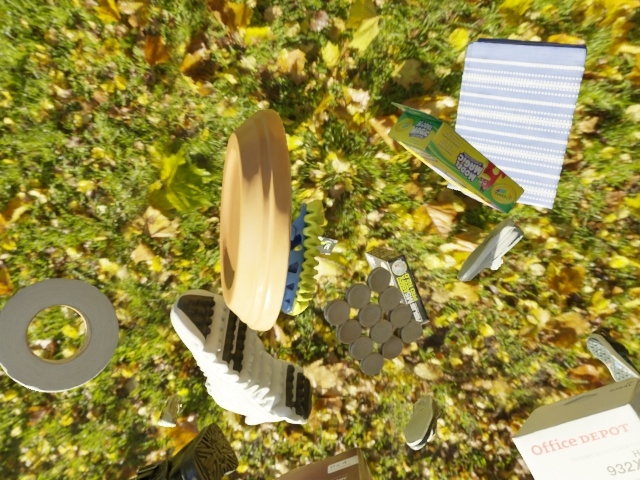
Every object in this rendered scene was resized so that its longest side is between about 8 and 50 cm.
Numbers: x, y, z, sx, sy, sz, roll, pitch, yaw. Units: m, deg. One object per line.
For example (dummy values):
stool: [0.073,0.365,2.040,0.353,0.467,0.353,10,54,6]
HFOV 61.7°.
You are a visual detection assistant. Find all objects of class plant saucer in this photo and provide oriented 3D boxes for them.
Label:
plant saucer: [-0.066,-0.019,0.487,0.037,0.200,0.199,1,97,-17]

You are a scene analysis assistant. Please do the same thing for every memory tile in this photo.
memory tile: [0.077,0.116,0.760,0.113,0.012,0.148,-39,119,-11]

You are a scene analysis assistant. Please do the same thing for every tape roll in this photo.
tape roll: [-0.517,0.183,1.057,0.219,0.072,0.219,4,82,-31]

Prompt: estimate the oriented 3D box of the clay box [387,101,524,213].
clay box: [0.200,-0.130,0.836,0.222,0.127,0.053,30,98,-26]

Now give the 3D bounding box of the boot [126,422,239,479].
boot: [-0.356,0.568,1.278,0.260,0.348,0.131,-31,79,0]

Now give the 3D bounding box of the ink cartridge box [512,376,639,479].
ink cartridge box: [0.516,0.423,0.911,0.223,0.129,0.307,-37,75,37]

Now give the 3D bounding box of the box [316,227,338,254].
box: [0.000,0.000,1.651,0.083,0.052,0.062,12,123,-28]

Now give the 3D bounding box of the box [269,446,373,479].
box: [0.038,0.501,0.709,0.191,0.143,0.381,-23,90,3]

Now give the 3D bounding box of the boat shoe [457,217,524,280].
boat shoe: [0.493,0.042,1.540,0.081,0.079,0.227,38,101,-6]

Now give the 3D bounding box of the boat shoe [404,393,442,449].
boat shoe: [0.282,0.490,1.422,0.084,0.233,0.079,-35,86,20]

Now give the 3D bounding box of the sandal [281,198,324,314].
sandal: [-0.073,0.042,1.440,0.138,0.126,0.317,4,73,10]

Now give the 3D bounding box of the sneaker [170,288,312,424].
sneaker: [-0.128,0.186,0.775,0.118,0.110,0.292,-19,127,23]

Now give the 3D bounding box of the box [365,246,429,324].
box: [0.231,0.137,1.665,0.060,0.270,0.216,-23,98,-7]

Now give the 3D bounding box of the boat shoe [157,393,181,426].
boat shoe: [-0.397,0.459,1.444,0.048,0.153,0.056,21,89,-4]

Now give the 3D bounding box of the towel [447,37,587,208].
towel: [0.412,-0.255,1.156,0.243,0.040,0.335,16,111,31]

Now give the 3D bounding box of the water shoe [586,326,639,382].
water shoe: [0.816,0.323,1.447,0.080,0.073,0.203,-34,80,-29]
